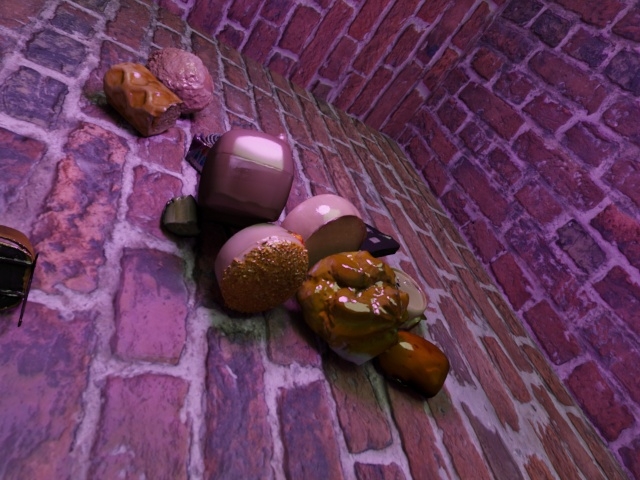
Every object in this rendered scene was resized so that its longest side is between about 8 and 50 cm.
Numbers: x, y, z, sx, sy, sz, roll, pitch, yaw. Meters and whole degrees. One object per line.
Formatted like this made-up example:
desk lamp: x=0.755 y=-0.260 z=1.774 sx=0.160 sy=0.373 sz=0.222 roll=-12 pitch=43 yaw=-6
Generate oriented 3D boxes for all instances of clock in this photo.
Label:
clock: x=0.314 y=0.228 z=1.737 sx=0.348 sy=0.117 sz=0.286 roll=20 pitch=35 yaw=-31

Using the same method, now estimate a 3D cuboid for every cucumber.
cucumber: x=-0.437 y=-0.072 z=1.333 sx=0.086 sy=0.115 sz=0.193 roll=73 pitch=-7 yaw=-46

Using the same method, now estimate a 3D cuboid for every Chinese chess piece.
Chinese chess piece: x=0.000 y=0.000 z=1.465 sx=0.338 sy=0.338 sz=0.140 roll=4 pitch=34 yaw=-46

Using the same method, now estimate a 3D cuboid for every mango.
mango: x=0.320 y=0.416 z=1.446 sx=0.287 sy=0.152 sz=0.201 roll=29 pitch=22 yaw=-22

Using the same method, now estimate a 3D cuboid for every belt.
belt: x=-0.367 y=-0.325 z=1.683 sx=0.295 sy=0.160 sz=0.207 roll=35 pitch=29 yaw=-8

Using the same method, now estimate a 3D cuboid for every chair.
chair: x=-0.659 y=0.055 z=0.826 sx=0.159 sy=0.172 sz=0.247 roll=18 pitch=-8 yaw=-34

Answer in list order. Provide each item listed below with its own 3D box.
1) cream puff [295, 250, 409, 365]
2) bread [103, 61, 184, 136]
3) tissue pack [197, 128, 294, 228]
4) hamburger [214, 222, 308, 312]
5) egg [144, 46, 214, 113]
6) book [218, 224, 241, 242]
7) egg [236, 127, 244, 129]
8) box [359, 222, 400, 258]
cream puff: x=0.133 y=0.197 z=1.336 sx=0.378 sy=0.275 sz=0.378 roll=10 pitch=69 yaw=-28
bread: x=-0.673 y=-0.535 z=1.591 sx=0.252 sy=0.238 sz=0.196 roll=43 pitch=64 yaw=-6
tissue pack: x=-0.241 y=-0.192 z=1.324 sx=0.267 sy=0.387 sz=0.277 roll=12 pitch=79 yaw=-18
hamburger: x=-0.164 y=0.086 z=1.223 sx=0.294 sy=0.276 sz=0.179 roll=-18 pitch=48 yaw=-36
egg: x=-0.612 y=-0.696 z=1.828 sx=0.310 sy=0.279 sz=0.279 roll=35 pitch=28 yaw=6
book: x=-0.241 y=0.007 z=1.502 sx=0.231 sy=0.026 sz=0.157 roll=9 pitch=40 yaw=-43
egg: x=-0.381 y=-0.502 z=2.014 sx=0.083 sy=0.071 sz=0.071 roll=52 pitch=26 yaw=-14
box: x=0.133 y=-0.023 z=1.800 sx=0.350 sy=0.091 sz=0.359 roll=30 pitch=22 yaw=32
